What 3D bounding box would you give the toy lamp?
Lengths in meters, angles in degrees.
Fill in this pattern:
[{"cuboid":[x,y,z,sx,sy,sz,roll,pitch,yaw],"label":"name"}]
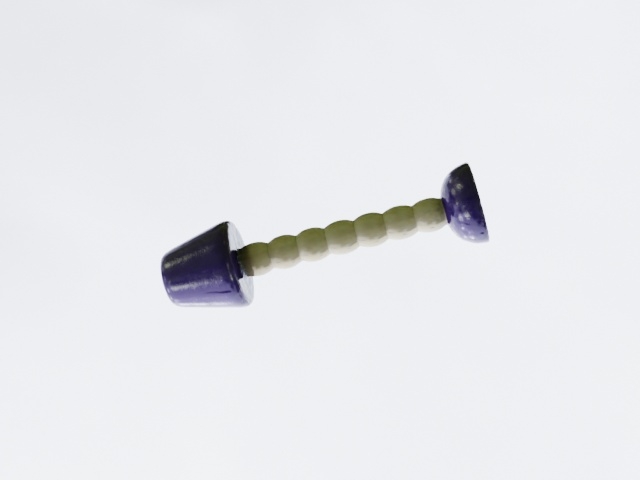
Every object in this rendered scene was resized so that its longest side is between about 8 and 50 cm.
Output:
[{"cuboid":[0.000,0.000,0.810,0.275,0.080,0.080,-16,-130,6],"label":"toy lamp"}]
